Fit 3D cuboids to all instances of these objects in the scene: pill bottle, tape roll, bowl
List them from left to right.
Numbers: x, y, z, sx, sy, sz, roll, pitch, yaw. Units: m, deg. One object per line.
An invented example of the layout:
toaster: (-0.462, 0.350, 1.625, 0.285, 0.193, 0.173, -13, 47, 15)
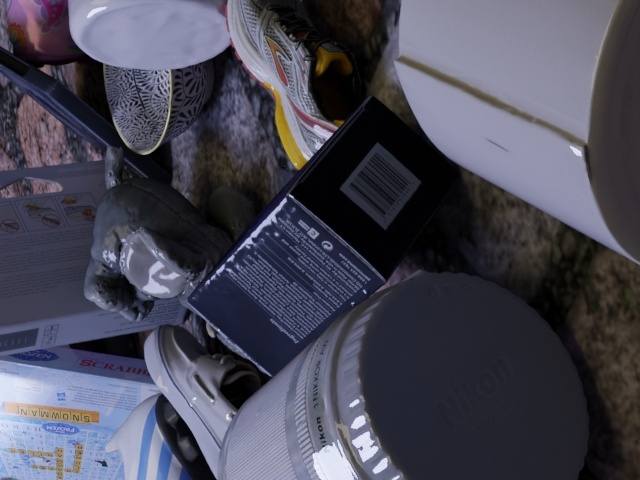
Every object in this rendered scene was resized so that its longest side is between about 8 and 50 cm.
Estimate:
pill bottle: (-0.171, -0.337, 1.363, 0.169, 0.169, 0.302, -34, 58, 56)
bowl: (-0.168, -0.183, 1.499, 0.170, 0.080, 0.170, 22, 116, 54)
tape roll: (0.191, -0.121, 0.793, 0.169, 0.246, 0.246, 34, 126, 48)

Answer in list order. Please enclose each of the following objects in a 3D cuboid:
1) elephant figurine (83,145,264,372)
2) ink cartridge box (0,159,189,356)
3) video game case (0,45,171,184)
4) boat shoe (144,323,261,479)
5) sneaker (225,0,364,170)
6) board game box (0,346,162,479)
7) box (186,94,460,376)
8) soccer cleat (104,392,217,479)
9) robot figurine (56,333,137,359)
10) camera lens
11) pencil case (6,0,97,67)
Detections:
elephant figurine: (-0.131, 0.021, 1.452, 0.239, 0.186, 0.169, 9, 70, 46)
ink cartridge box: (-0.319, 0.015, 1.605, 0.239, 0.275, 0.060, 56, 141, 35)
video game case: (-0.310, -0.161, 1.656, 0.026, 0.196, 0.274, -53, 39, -6)
boat shoe: (-0.105, 0.169, 1.483, 0.088, 0.096, 0.267, -51, 43, 15)
sneaker: (-0.010, -0.169, 1.262, 0.092, 0.088, 0.225, -41, 72, 49)
board game box: (-0.326, 0.285, 1.686, 0.066, 0.318, 0.318, -63, -20, -68)
box: (0.000, 0.000, 1.175, 0.108, 0.153, 0.207, 42, 138, -4)
soccer cleat: (-0.141, 0.331, 1.522, 0.143, 0.116, 0.331, -37, 63, 27)
robot figurine: (-0.357, 0.161, 1.792, 0.173, 0.209, 0.278, 157, 102, -72)
camera lens: (0.057, 0.171, 1.099, 0.274, 0.219, 0.219, -45, 60, 52)
pencil case: (-0.328, -0.354, 1.679, 0.124, 0.124, 0.284, 13, 109, 56)
